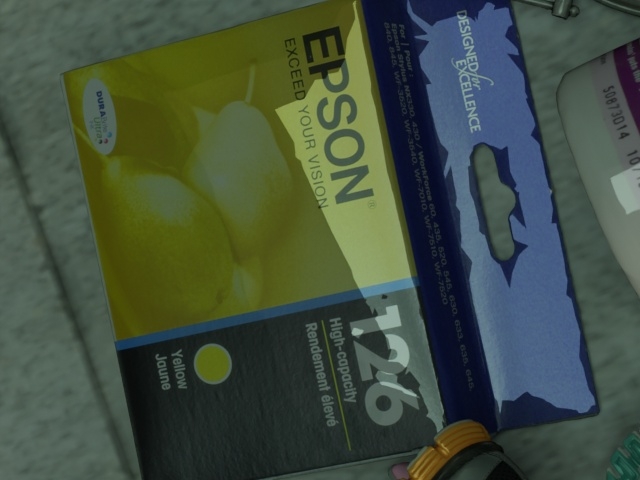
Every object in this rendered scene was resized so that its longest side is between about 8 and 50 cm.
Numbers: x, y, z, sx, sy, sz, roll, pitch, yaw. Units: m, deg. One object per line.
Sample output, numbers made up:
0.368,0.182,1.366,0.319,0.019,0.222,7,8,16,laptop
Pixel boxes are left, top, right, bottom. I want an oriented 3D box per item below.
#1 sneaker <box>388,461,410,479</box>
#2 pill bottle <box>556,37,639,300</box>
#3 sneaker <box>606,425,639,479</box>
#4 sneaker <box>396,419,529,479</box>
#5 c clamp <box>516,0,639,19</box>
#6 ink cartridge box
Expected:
0.019,0.290,1.051,0.131,0.112,0.319,40,95,29,sneaker
0.303,-0.079,0.919,0.301,0.169,0.169,-24,82,17,pill bottle
0.241,0.097,0.984,0.065,0.076,0.166,46,111,16,sneaker
0.050,0.210,0.946,0.083,0.084,0.215,37,91,24,sneaker
0.192,-0.210,1.028,0.137,0.022,0.161,23,95,10,c clamp
0.000,0.000,1.071,0.307,0.072,0.304,-14,85,19,ink cartridge box
